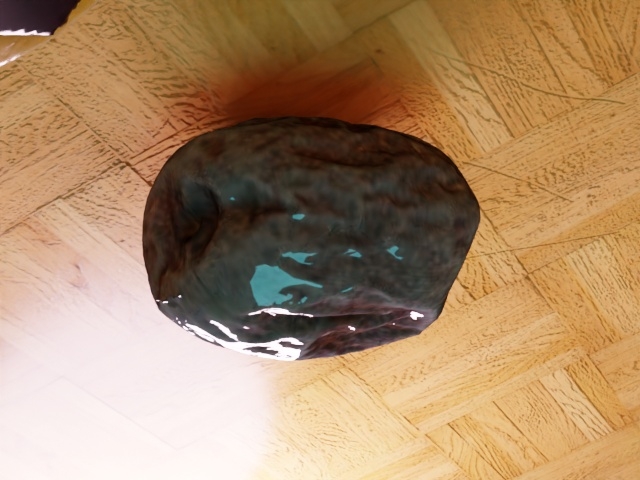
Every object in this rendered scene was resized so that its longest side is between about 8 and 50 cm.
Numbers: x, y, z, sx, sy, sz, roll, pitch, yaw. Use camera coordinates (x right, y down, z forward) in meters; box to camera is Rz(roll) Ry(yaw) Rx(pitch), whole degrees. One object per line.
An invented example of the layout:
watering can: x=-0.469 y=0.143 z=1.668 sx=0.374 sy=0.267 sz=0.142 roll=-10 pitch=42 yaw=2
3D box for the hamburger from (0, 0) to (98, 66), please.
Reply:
hamburger: x=-0.248 y=-0.237 z=0.877 sx=0.302 sy=0.170 sz=0.302 roll=-30 pitch=162 yaw=-11

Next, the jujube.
jujube: x=0.000 y=-0.009 z=1.271 sx=0.308 sy=0.215 sz=0.246 roll=5 pitch=148 yaw=-36
